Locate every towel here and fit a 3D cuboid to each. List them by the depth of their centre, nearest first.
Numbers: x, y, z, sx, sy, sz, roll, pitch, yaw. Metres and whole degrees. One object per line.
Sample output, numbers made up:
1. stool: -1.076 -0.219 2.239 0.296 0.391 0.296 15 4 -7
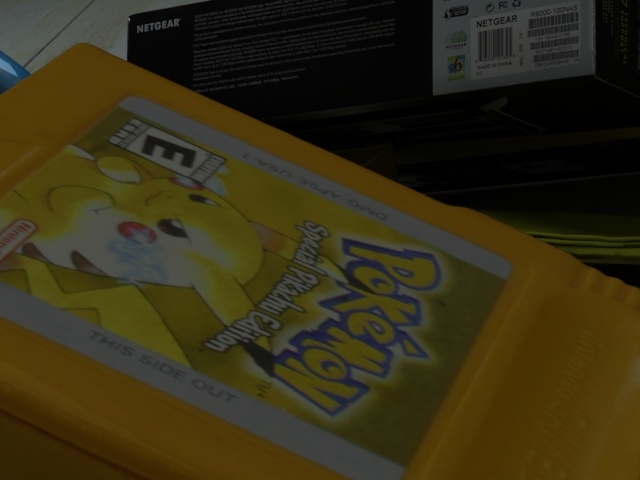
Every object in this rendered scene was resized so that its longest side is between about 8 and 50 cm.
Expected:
1. towel: 0.090 -0.009 0.993 0.237 0.021 0.102 2 11 -18

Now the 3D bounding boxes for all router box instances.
1. router box: 0.078 -0.091 1.132 0.309 0.081 0.243 -5 -11 33

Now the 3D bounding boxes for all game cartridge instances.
1. game cartridge: -0.011 0.037 0.745 0.323 0.053 0.285 22 27 9

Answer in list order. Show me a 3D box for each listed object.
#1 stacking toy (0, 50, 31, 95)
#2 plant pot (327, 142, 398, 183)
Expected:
1. stacking toy: -0.280 0.011 0.970 0.166 0.175 0.302 32 47 29
2. plant pot: 0.000 0.000 1.091 0.081 0.083 0.081 -4 20 33
